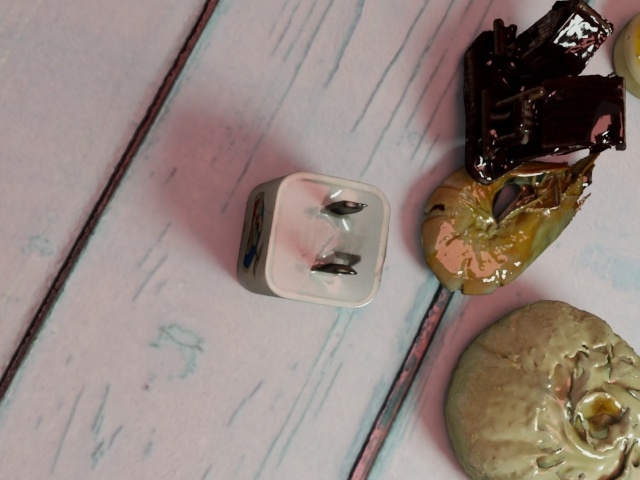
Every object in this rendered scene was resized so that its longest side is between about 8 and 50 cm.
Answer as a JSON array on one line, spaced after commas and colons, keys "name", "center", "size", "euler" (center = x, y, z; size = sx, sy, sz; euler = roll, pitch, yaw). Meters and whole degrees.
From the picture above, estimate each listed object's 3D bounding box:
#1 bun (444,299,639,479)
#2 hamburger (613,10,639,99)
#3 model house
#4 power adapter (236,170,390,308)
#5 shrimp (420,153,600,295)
[{"name": "bun", "center": [0.278, 0.205, 1.025], "size": [0.259, 0.152, 0.259], "euler": [0, 89, -20]}, {"name": "hamburger", "center": [0.437, -0.228, 1.114], "size": [0.141, 0.081, 0.126], "euler": [45, 77, -11]}, {"name": "model house", "center": [0.253, -0.174, 1.001], "size": [0.141, 0.164, 0.203], "euler": [4, 74, -29]}, {"name": "power adapter", "center": [0.000, 0.000, 0.912], "size": [0.125, 0.205, 0.130], "euler": [11, 84, -17]}, {"name": "shrimp", "center": [0.230, -0.041, 1.062], "size": [0.267, 0.061, 0.145], "euler": [-31, 89, -13]}]
